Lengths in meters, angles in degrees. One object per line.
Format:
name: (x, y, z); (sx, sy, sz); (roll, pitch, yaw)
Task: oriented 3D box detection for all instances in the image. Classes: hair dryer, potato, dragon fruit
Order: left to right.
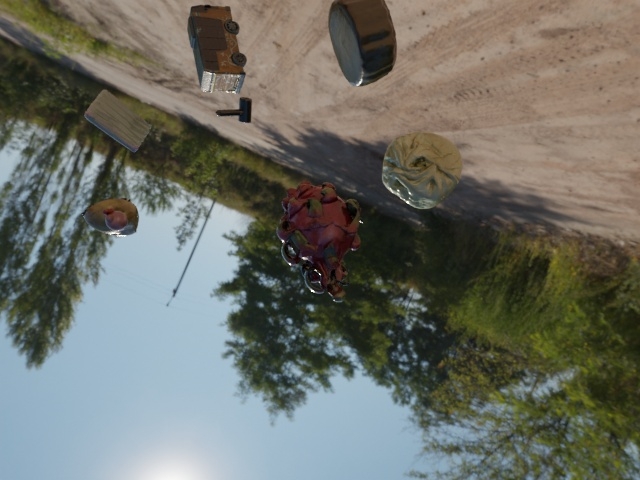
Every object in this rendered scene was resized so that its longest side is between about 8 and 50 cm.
potato: (-0.792, -0.092, 1.628); (0.098, 0.138, 0.243); (55, -158, 17)
hair dryer: (-0.168, -0.250, 0.790); (0.026, 0.047, 0.083); (24, -149, 33)
dragon fruit: (-0.005, -0.006, 1.000); (0.219, 0.272, 0.198); (8, -173, -45)

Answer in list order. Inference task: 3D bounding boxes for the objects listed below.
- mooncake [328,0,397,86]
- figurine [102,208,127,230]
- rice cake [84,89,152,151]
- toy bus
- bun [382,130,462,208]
mooncake: (0.149, -0.687, 1.408); (0.161, 0.290, 0.290); (-23, -169, -7)
figurine: (-0.680, -0.067, 1.362); (0.071, 0.067, 0.083); (60, -178, 9)
rice cake: (-0.711, -0.422, 1.449); (0.198, 0.037, 0.189); (35, -143, -29)
toy bus: (-0.431, -0.792, 1.700); (0.194, 0.323, 0.162); (-10, 170, -23)
bun: (0.280, -0.203, 1.146); (0.230, 0.229, 0.145); (24, -176, 16)
